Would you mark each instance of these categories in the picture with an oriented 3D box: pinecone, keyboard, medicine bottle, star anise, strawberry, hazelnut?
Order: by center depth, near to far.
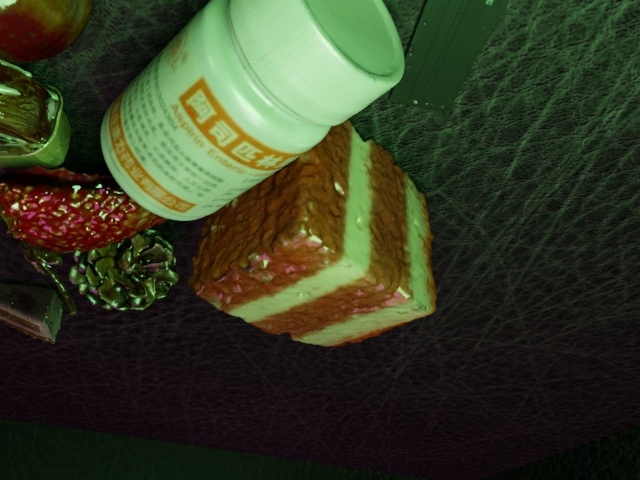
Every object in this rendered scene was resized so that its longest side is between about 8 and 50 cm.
[{"bbox_3d":[-0.370,-0.294,0.649,0.170,0.160,0.202,11,-175,12],"label":"hazelnut"},{"bbox_3d":[0.178,-0.298,0.667,0.104,0.041,0.381,9,152,-8],"label":"keyboard"},{"bbox_3d":[-0.098,-0.183,0.706,0.371,0.211,0.211,-26,135,37],"label":"medicine bottle"},{"bbox_3d":[-0.365,-0.043,0.924,0.307,0.137,0.233,4,178,-14],"label":"strawberry"},{"bbox_3d":[-0.522,0.010,1.057,0.234,0.073,0.177,37,133,28],"label":"star anise"},{"bbox_3d":[-0.375,0.053,1.089,0.179,0.184,0.205,31,180,-40],"label":"pinecone"}]

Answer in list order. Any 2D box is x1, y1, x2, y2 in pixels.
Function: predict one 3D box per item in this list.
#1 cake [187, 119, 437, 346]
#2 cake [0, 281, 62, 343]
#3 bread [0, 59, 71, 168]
[{"bbox_3d":[0.000,0.000,0.907,0.269,0.270,0.320,-26,135,37],"label":"cake"},{"bbox_3d":[-0.779,0.149,1.401,0.295,0.112,0.116,17,140,2],"label":"cake"},{"bbox_3d":[-0.497,-0.179,0.820,0.225,0.142,0.212,0,162,8],"label":"bread"}]
